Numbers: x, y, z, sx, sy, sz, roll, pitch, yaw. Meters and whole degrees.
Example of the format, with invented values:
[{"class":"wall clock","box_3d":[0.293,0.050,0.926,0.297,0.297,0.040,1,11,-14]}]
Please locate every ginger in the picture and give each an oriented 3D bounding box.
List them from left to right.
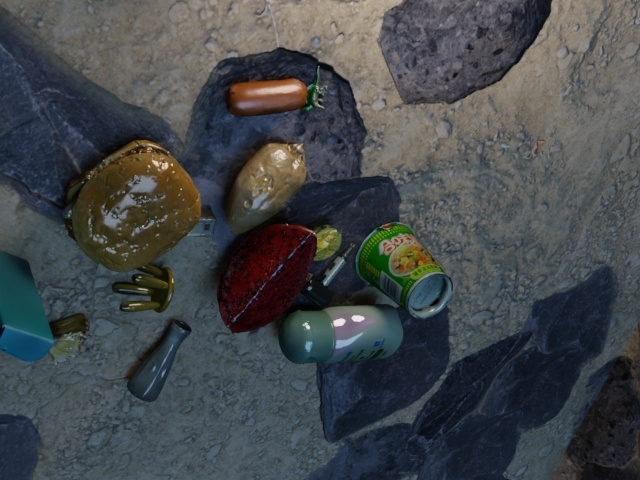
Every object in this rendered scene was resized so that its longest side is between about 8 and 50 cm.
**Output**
[{"class":"ginger","box_3d":[-0.135,-0.128,1.875,0.138,0.152,0.267,43,100,-13]}]

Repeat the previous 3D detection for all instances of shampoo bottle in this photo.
[{"class":"shampoo bottle","box_3d":[0.047,0.263,2.226,0.349,0.151,0.222,1,154,-31]}]

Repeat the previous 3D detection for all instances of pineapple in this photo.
[{"class":"pineapple","box_3d":[-0.607,0.236,1.879,0.116,0.069,0.137,26,107,-41]}]

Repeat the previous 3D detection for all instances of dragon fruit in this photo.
[{"class":"dragon fruit","box_3d":[-0.142,0.087,2.024,0.317,0.152,0.205,-49,153,-5]}]

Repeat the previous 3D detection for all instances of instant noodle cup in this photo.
[{"class":"instant noodle cup","box_3d":[0.236,0.090,2.180,0.206,0.233,0.207,-15,126,-22]}]

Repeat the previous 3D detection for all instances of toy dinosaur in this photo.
[{"class":"toy dinosaur","box_3d":[-0.017,-0.348,1.868,0.060,0.029,0.120,-4,123,-16]}]

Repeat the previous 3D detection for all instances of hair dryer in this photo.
[{"class":"hair dryer","box_3d":[0.027,0.082,2.180,0.198,0.057,0.100,-52,132,-2]}]

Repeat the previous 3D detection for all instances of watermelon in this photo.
[{"class":"watermelon","box_3d":[0.000,0.000,2.089,0.105,0.062,0.106,-22,135,-24]}]

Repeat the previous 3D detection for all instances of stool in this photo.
[{"class":"stool","box_3d":[-0.416,0.109,1.881,0.110,0.135,0.134,15,67,-34]}]

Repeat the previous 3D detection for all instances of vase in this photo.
[{"class":"vase","box_3d":[-0.407,0.304,2.043,0.086,0.086,0.214,25,101,-40]}]

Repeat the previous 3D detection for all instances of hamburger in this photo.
[{"class":"hamburger","box_3d":[-0.409,-0.068,1.744,0.283,0.145,0.259,-38,135,4]}]

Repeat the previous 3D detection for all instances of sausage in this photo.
[{"class":"sausage","box_3d":[-0.118,-0.321,1.791,0.197,0.076,0.076,-11,126,-27]}]

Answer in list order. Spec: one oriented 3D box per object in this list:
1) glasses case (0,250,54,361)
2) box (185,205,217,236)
[{"class":"glasses case","box_3d":[-0.636,0.125,1.627,0.117,0.301,0.070,30,104,-40]},{"class":"box","box_3d":[-0.292,-0.043,1.882,0.084,0.063,0.060,1,121,-31]}]
